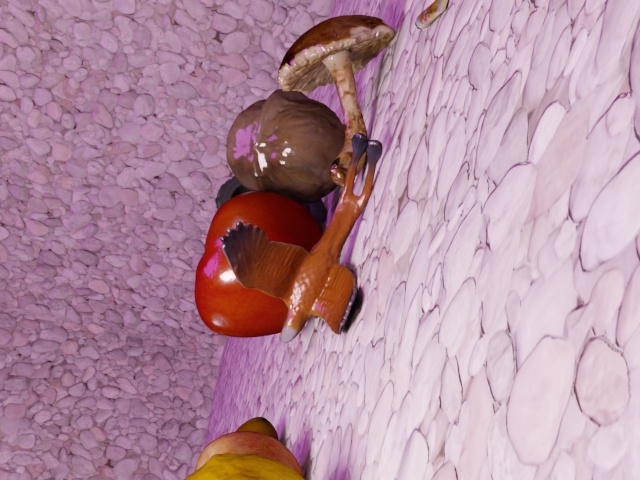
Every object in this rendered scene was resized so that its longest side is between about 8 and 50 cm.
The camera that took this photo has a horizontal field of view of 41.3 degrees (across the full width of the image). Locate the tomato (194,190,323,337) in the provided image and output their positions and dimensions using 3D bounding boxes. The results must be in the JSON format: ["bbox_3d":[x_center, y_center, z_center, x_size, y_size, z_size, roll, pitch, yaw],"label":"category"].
[{"bbox_3d":[-0.104,0.048,1.600,0.298,0.226,0.299,9,-90,-81],"label":"tomato"}]

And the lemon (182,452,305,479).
[{"bbox_3d":[-0.100,0.382,1.018,0.233,0.233,0.288,-87,8,-55],"label":"lemon"}]

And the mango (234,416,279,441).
[{"bbox_3d":[-0.134,0.422,1.573,0.221,0.120,0.152,-79,9,-76],"label":"mango"}]

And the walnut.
[{"bbox_3d":[-0.066,-0.185,1.715,0.248,0.248,0.248,-165,90,-82],"label":"walnut"}]

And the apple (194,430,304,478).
[{"bbox_3d":[-0.113,0.403,1.305,0.209,0.164,0.210,-167,90,-70],"label":"apple"}]

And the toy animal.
[{"bbox_3d":[-0.002,0.013,1.397,0.284,0.225,0.302,-58,-12,-27],"label":"toy animal"}]

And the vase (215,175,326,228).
[{"bbox_3d":[-0.135,0.027,1.915,0.245,0.245,0.291,-85,8,-51],"label":"vase"}]

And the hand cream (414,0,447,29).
[{"bbox_3d":[0.163,-0.333,1.235,0.102,0.022,0.035,159,130,-75],"label":"hand cream"}]

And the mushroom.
[{"bbox_3d":[0.031,-0.264,1.569,0.233,0.208,0.302,-8,-72,-54],"label":"mushroom"}]
